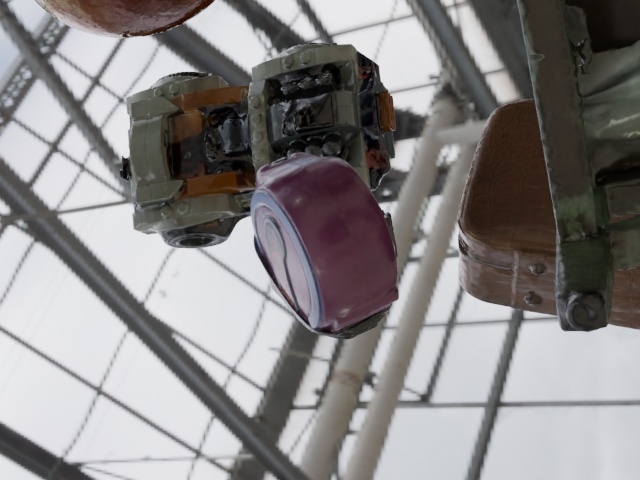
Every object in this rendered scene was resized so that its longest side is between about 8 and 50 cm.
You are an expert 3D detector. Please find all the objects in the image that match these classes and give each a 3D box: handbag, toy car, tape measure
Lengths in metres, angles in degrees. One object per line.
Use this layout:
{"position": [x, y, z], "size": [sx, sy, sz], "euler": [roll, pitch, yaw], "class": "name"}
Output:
{"position": [0.192, -0.020, 0.723], "size": [0.072, 0.194, 0.151], "euler": [81, -157, -50], "class": "handbag"}
{"position": [-0.066, -0.106, 1.167], "size": [0.118, 0.301, 0.193], "euler": [26, -123, -64], "class": "toy car"}
{"position": [0.000, 0.000, 0.762], "size": [0.074, 0.125, 0.118], "euler": [-25, -53, -20], "class": "tape measure"}

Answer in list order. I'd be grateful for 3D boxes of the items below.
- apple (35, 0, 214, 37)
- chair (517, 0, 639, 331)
{"position": [-0.140, -0.245, 0.845], "size": [0.173, 0.160, 0.195], "euler": [27, -84, -44], "class": "apple"}
{"position": [0.145, -0.086, 0.429], "size": [0.270, 0.136, 0.147], "euler": [-62, -40, -68], "class": "chair"}
